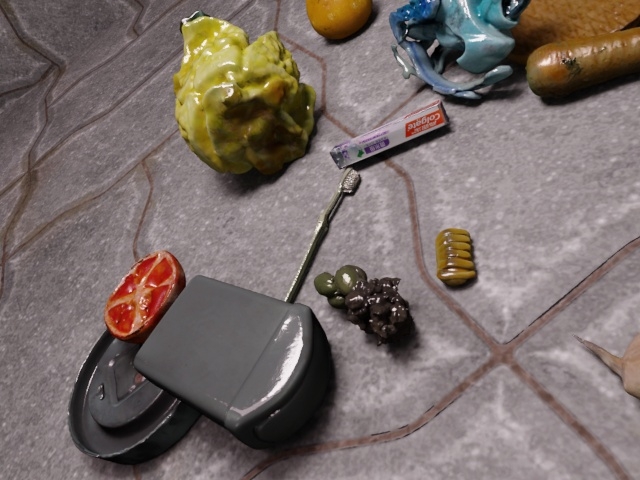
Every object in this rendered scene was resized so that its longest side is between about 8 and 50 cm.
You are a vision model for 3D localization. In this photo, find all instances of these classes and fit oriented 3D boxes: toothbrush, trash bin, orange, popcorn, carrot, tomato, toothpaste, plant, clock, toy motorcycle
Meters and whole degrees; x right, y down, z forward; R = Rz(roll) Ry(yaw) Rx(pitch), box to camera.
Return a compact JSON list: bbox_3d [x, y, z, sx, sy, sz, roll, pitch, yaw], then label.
[{"bbox_3d":[-0.005,-0.001,0.858,0.028,0.026,0.294,16,64,29],"label":"toothbrush"},{"bbox_3d":[-0.104,0.151,0.703,0.236,0.101,0.176,15,61,30],"label":"trash bin"},{"bbox_3d":[0.039,-0.529,1.216,0.155,0.134,0.154,-18,53,26],"label":"orange"},{"bbox_3d":[-0.141,-0.263,1.041,0.293,0.293,0.237,-41,34,1],"label":"popcorn"},{"bbox_3d":[0.430,-0.258,0.719,0.298,0.078,0.078,-11,48,25],"label":"carrot"},{"bbox_3d":[-0.260,0.095,0.853,0.156,0.069,0.155,-22,46,25],"label":"tomato"},{"bbox_3d":[0.112,-0.174,0.898,0.196,0.040,0.047,-20,20,23],"label":"toothpaste"},{"bbox_3d":[0.055,0.075,0.704,0.174,0.085,0.087,28,101,53],"label":"plant"},{"bbox_3d":[-0.276,0.210,0.859,0.281,0.055,0.280,-21,44,22],"label":"clock"},{"bbox_3d":[0.221,-0.340,0.872,0.154,0.206,0.260,-6,28,-28],"label":"toy motorcycle"}]

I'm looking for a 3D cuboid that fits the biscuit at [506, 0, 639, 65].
[{"bbox_3d":[0.398,-0.368,0.861,0.262,0.037,0.261,-21,44,22],"label":"biscuit"}]

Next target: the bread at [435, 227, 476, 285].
[{"bbox_3d":[0.171,0.018,0.697,0.049,0.033,0.087,-11,48,23],"label":"bread"}]

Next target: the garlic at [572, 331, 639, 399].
[{"bbox_3d":[0.336,0.098,0.471,0.198,0.090,0.128,-28,26,25],"label":"garlic"}]
